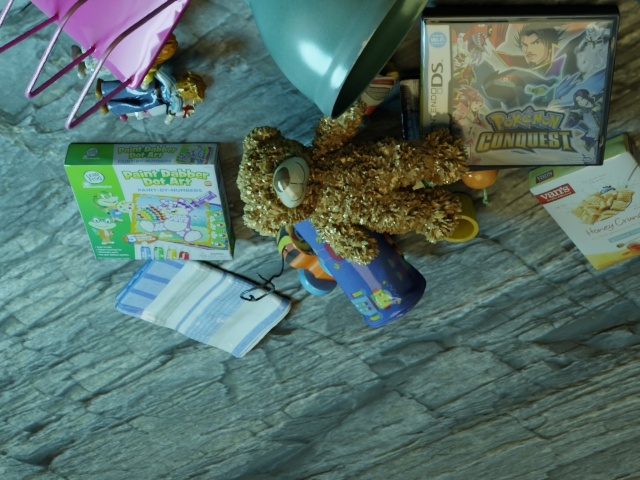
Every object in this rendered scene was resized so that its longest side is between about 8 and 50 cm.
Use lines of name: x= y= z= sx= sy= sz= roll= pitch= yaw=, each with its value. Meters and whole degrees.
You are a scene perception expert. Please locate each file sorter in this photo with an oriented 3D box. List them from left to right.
file sorter: x=-0.352 y=-0.317 z=1.581 sx=0.290 sy=0.182 sz=0.202 roll=42 pitch=134 yaw=0

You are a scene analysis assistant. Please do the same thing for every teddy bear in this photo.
teddy bear: x=0.052 y=-0.081 z=1.777 sx=0.338 sy=0.113 sz=0.245 roll=19 pitch=111 yaw=-16

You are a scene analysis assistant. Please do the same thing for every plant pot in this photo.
plant pot: x=0.020 y=-0.328 z=1.571 sx=0.196 sy=0.293 sz=0.293 roll=35 pitch=138 yaw=4

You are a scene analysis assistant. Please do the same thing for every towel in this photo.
towel: x=-0.219 y=0.121 z=2.304 sx=0.285 sy=0.034 sz=0.209 roll=24 pitch=136 yaw=-22

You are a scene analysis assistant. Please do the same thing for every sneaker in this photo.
sneaker: x=0.022 y=-0.280 z=1.768 sx=0.092 sy=0.088 sz=0.225 roll=-42 pitch=124 yaw=17

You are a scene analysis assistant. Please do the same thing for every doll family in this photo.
doll family: x=-0.257 y=-0.240 z=1.800 sx=0.163 sy=0.118 sz=0.263 roll=-8 pitch=139 yaw=15

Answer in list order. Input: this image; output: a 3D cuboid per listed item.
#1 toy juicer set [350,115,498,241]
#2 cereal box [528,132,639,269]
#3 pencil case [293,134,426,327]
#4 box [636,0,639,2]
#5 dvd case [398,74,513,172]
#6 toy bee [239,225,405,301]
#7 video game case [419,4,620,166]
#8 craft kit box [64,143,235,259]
toy juicer set: x=0.125 y=-0.104 z=1.949 sx=0.329 sy=0.089 sz=0.209 roll=15 pitch=140 yaw=-12
cereal box: x=0.469 y=-0.058 z=2.001 sx=0.173 sy=0.047 sz=0.240 roll=-23 pitch=133 yaw=30
pencil case: x=0.040 y=-0.012 z=1.927 sx=0.119 sy=0.133 sz=0.306 roll=-32 pitch=103 yaw=19
box: x=0.458 y=-0.390 z=1.539 sx=0.183 sy=0.059 sz=0.233 roll=25 pitch=144 yaw=17
dvd case: x=0.233 y=-0.179 z=1.853 sx=0.221 sy=0.018 sz=0.165 roll=-4 pitch=121 yaw=5
toy bee: x=0.000 y=0.000 z=2.063 sx=0.195 sy=0.162 sz=0.298 roll=-29 pitch=157 yaw=34
video game case: x=0.281 y=-0.218 z=1.783 sx=0.274 sy=0.035 sz=0.248 roll=0 pitch=125 yaw=3
craft kit box: x=-0.280 y=-0.062 z=2.073 sx=0.249 sy=0.061 sz=0.247 roll=0 pitch=138 yaw=6
